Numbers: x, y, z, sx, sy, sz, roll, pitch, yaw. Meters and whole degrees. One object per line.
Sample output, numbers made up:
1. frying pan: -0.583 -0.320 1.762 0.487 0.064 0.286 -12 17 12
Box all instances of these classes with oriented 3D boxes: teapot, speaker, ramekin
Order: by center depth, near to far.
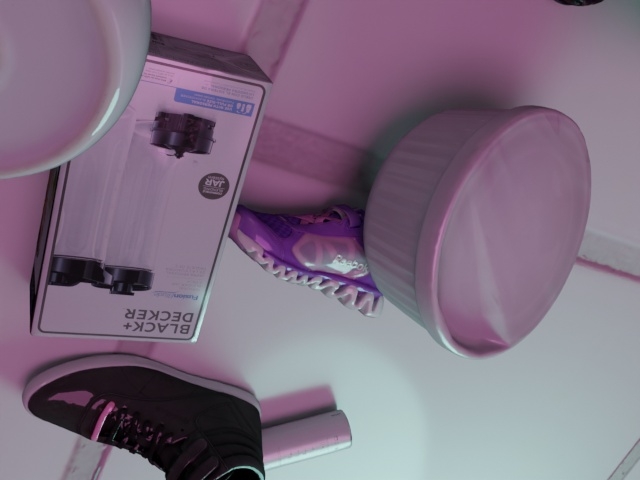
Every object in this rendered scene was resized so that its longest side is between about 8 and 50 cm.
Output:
1. teapot: -0.232 -0.175 0.471 0.255 0.187 0.253 -3 136 -5
2. ramekin: 0.164 -0.019 0.765 0.272 0.127 0.273 -18 119 -38
3. speaker: -0.030 0.269 0.952 0.136 0.055 0.055 -11 124 -17

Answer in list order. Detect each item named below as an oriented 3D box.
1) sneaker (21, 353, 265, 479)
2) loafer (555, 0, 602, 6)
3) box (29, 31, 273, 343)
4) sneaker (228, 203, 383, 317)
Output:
1. sneaker: -0.182 0.223 0.800 0.295 0.147 0.105 19 113 -30
2. loafer: 0.241 -0.351 0.651 0.109 0.095 0.303 -27 127 -6
3. box: -0.169 -0.044 0.675 0.169 0.087 0.290 8 117 -27
4. sneaker: 0.000 0.000 0.779 0.236 0.095 0.105 25 102 -38
